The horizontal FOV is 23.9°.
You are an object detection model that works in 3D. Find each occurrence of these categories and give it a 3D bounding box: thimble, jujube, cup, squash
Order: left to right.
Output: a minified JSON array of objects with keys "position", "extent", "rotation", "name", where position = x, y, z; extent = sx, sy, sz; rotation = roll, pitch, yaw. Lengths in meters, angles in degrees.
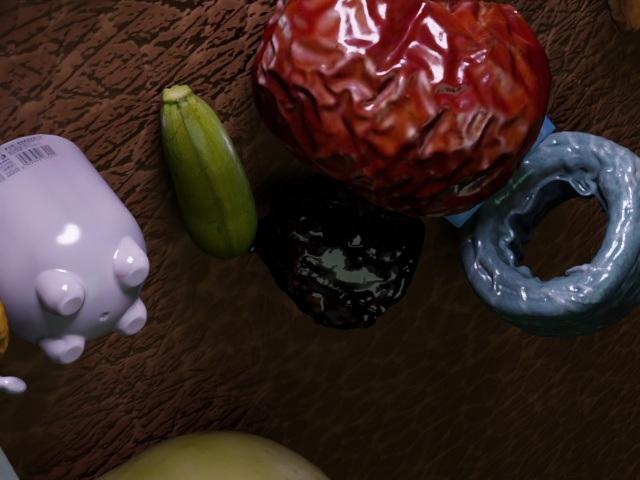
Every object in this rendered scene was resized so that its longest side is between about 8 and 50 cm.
[{"position":[-0.220,0.024,1.167],"extent":[0.173,0.142,0.134],"rotation":[-33,148,-16],"name":"cup"},{"position":[-0.098,-0.057,1.290],"extent":[0.066,0.066,0.201],"rotation":[-35,141,-14],"name":"squash"},{"position":[0.063,-0.123,1.216],"extent":[0.232,0.213,0.213],"rotation":[23,117,-12],"name":"jujube"},{"position":[0.272,-0.005,1.643],"extent":[0.235,0.198,0.143],"rotation":[-41,151,8],"name":"thimble"}]

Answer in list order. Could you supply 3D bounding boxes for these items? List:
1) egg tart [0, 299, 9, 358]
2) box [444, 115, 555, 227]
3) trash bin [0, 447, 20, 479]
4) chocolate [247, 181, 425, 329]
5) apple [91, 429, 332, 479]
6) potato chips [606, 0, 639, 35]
[{"position":[-0.305,0.004,1.020],"extent":[0.147,0.203,0.203],"rotation":[-16,142,-16],"name":"egg tart"},{"position":[0.118,-0.118,1.442],"extent":[0.142,0.083,0.232],"rotation":[-47,150,6],"name":"box"},{"position":[-0.323,0.233,1.110],"extent":[0.158,0.343,0.223],"rotation":[-52,149,19],"name":"trash bin"},{"position":[0.000,0.000,1.411],"extent":[0.156,0.156,0.133],"rotation":[-49,139,10],"name":"chocolate"},{"position":[-0.106,0.438,1.549],"extent":[0.473,0.473,0.474],"rotation":[-29,147,-22],"name":"apple"},{"position":[0.325,-0.292,1.500],"extent":[0.150,0.049,0.202],"rotation":[-44,148,-6],"name":"potato chips"}]
